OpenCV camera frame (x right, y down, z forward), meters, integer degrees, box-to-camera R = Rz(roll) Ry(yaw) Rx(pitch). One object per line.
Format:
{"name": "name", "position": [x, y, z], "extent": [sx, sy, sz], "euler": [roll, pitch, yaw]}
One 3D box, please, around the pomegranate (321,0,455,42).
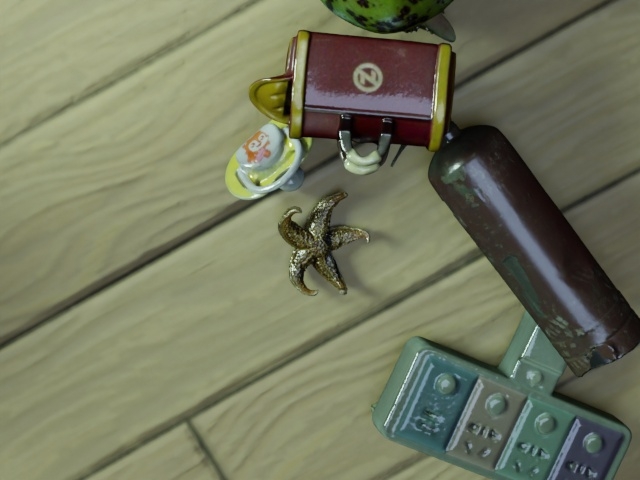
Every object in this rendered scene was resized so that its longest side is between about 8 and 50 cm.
{"name": "pomegranate", "position": [0.058, -0.199, 1.282], "extent": [0.122, 0.122, 0.161], "euler": [-31, 140, 2]}

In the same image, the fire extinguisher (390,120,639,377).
{"name": "fire extinguisher", "position": [0.149, -0.007, 1.367], "extent": [0.089, 0.072, 0.268], "euler": [-40, 101, -12]}

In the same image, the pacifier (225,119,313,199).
{"name": "pacifier", "position": [-0.031, -0.057, 1.342], "extent": [0.083, 0.068, 0.064], "euler": [-42, 138, 5]}

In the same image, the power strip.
{"name": "power strip", "position": [0.166, 0.131, 1.453], "extent": [0.215, 0.061, 0.145], "euler": [23, 97, -18]}

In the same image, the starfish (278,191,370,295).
{"name": "starfish", "position": [0.000, 0.000, 1.383], "extent": [0.078, 0.028, 0.091], "euler": [16, 104, -22]}

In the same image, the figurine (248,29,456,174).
{"name": "figurine", "position": [0.022, -0.099, 1.297], "extent": [0.154, 0.082, 0.098], "euler": [3, 76, -2]}
